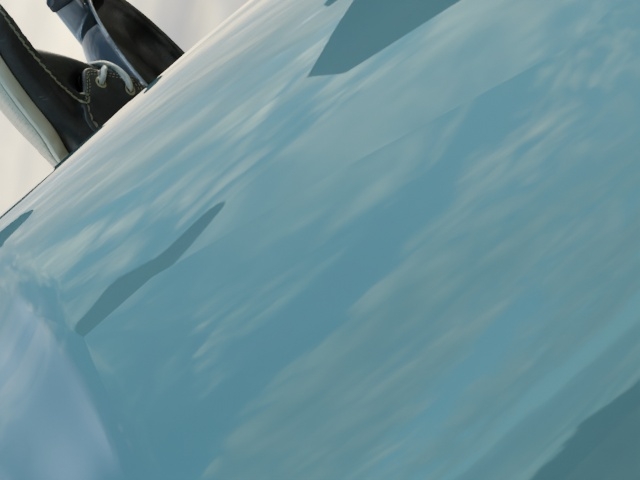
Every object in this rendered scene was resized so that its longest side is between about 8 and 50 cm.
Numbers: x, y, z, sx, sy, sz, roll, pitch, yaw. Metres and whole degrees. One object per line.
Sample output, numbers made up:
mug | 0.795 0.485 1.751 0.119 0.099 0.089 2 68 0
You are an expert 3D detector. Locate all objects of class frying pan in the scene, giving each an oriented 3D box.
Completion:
frying pan | -0.154 -0.143 1.350 0.053 0.326 0.197 -42 47 12

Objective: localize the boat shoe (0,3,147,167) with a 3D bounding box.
boat shoe | -0.148 -0.081 1.116 0.079 0.084 0.233 -46 -47 -7

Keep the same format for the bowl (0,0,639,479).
bowl | 0.009 0.081 0.445 0.311 0.163 0.311 54 157 35
